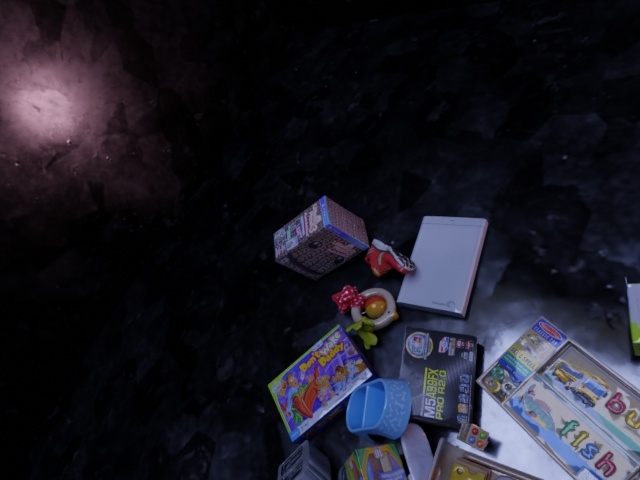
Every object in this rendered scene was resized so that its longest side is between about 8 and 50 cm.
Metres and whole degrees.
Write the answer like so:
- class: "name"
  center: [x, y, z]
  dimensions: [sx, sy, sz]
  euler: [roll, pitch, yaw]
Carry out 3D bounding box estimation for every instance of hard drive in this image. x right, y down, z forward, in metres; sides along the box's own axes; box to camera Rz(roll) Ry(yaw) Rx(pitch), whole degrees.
- class: "hard drive"
  center: [0.425, 0.079, 1.517]
  dimensions: [0.233, 0.047, 0.353]
  euler: [6, 65, 38]

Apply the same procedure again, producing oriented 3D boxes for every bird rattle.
- class: "bird rattle"
  center: [0.170, 0.251, 1.560]
  dimensions: [0.207, 0.143, 0.253]
  euler: [-23, 36, 5]

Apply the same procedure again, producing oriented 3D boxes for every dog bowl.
- class: "dog bowl"
  center: [0.161, 0.494, 1.283]
  dimensions: [0.297, 0.074, 0.166]
  euler: [130, 157, -56]

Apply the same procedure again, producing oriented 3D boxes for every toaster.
- class: "toaster"
  center: [-0.048, 0.724, 1.322]
  dimensions: [0.185, 0.110, 0.168]
  euler: [-45, 5, 1]

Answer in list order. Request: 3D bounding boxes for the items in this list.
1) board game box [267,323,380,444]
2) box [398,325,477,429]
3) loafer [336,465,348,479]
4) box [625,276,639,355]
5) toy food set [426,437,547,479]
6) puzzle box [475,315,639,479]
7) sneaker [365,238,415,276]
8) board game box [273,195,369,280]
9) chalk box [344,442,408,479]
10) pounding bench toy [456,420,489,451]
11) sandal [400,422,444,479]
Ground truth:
- class: "board game box"
  center: [0.005, 0.494, 1.507]
  dimensions: [0.347, 0.078, 0.233]
  euler: [-42, 46, 4]
- class: "box"
  center: [0.344, 0.405, 1.297]
  dimensions: [0.216, 0.060, 0.270]
  euler: [7, 63, 16]
- class: "loafer"
  center: [0.112, 0.802, 1.230]
  dimensions: [0.095, 0.109, 0.302]
  euler: [112, 151, -42]
- class: "box"
  center: [0.818, 0.194, 1.118]
  dimensions: [0.042, 0.109, 0.178]
  euler: [-7, 57, 36]
- class: "toy food set"
  center: [0.413, 0.644, 1.068]
  dimensions: [0.306, 0.092, 0.219]
  euler: [9, 55, 32]
- class: "puzzle box"
  center: [0.649, 0.423, 1.122]
  dimensions: [0.272, 0.052, 0.409]
  euler: [-45, 46, 0]
- class: "sneaker"
  center: [0.244, 0.085, 1.578]
  dimensions: [0.118, 0.107, 0.279]
  euler: [-58, 19, 2]
- class: "board game box"
  center: [0.000, 0.000, 1.698]
  dimensions: [0.291, 0.232, 0.141]
  euler: [-35, 46, 30]
- class: "chalk box"
  center: [0.162, 0.692, 1.190]
  dimensions: [0.132, 0.132, 0.213]
  euler: [108, 156, -42]
- class: "pounding bench toy"
  center: [0.418, 0.524, 1.151]
  dimensions: [0.083, 0.065, 0.052]
  euler: [27, 74, 1]
- class: "sandal"
  center: [0.281, 0.647, 1.206]
  dimensions: [0.102, 0.076, 0.265]
  euler: [-5, 61, -15]
